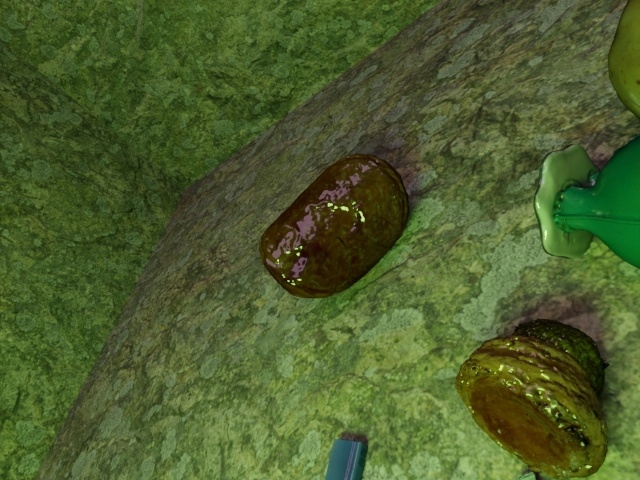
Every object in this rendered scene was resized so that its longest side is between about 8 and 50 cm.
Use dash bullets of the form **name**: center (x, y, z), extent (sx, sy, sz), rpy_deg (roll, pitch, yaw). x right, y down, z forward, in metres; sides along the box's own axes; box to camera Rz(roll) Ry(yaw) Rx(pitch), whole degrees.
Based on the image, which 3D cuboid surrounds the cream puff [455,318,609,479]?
- **cream puff**: center (0.301, 0.187, 0.554), extent (0.169, 0.183, 0.183), rpy_deg (-35, 24, -28)

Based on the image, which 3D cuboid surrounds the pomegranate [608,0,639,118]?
- **pomegranate**: center (0.597, -0.293, 0.585), extent (0.319, 0.319, 0.319), rpy_deg (-32, 34, 24)

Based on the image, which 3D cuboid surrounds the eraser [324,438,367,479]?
- **eraser**: center (0.044, 0.397, 0.730), extent (0.063, 0.027, 0.084), rpy_deg (-16, 42, 40)

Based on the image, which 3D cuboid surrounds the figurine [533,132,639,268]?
- **figurine**: center (0.483, -0.055, 0.521), extent (0.324, 0.231, 0.340), rpy_deg (-21, 11, -27)

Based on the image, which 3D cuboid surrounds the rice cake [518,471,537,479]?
- **rice cake**: center (0.281, 0.343, 0.504), extent (0.022, 0.021, 0.121), rpy_deg (-29, 33, 9)

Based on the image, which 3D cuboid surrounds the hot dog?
- **hot dog**: center (0.035, -0.037, 1.012), extent (0.387, 0.174, 0.267), rpy_deg (-44, 74, -3)
